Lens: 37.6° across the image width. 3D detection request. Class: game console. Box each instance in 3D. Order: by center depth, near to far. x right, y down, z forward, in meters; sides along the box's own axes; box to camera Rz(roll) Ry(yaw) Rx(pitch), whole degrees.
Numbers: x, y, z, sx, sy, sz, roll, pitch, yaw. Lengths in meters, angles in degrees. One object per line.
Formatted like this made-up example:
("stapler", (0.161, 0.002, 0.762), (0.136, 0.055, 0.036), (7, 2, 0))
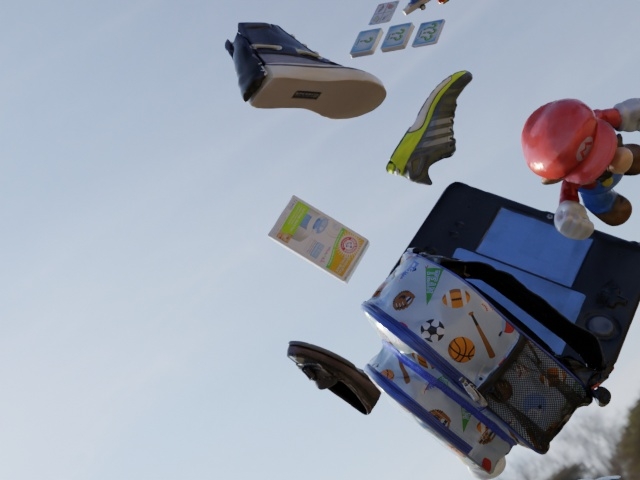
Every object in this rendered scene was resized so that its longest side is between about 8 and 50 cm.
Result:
("game console", (0.334, 0.063, 1.579), (0.342, 0.387, 0.060), (-55, -22, -34))

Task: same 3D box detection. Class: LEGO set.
("LEGO set", (0.166, -0.456, 1.823), (0.060, 0.183, 0.244), (61, -140, -37))

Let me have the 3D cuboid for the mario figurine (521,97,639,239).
("mario figurine", (0.410, -0.103, 1.342), (0.170, 0.198, 0.321), (-23, -19, 27))

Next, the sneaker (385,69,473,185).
("sneaker", (0.277, -0.259, 2.197), (0.300, 0.121, 0.111), (-58, -4, 4))

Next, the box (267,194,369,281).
("box", (0.000, 0.000, 2.136), (0.114, 0.203, 0.103), (-58, -8, -3))

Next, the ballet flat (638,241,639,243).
("ballet flat", (0.609, 0.051, 1.840), (0.072, 0.068, 0.213), (34, -37, -28))

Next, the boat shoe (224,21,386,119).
("boat shoe", (-0.025, -0.333, 1.798), (0.341, 0.158, 0.127), (1, -34, -44))

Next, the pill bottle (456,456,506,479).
("pill bottle", (0.289, 0.355, 1.745), (0.103, 0.103, 0.184), (-33, -57, -18))

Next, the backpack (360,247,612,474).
("backpack", (0.169, 0.138, 1.158), (0.213, 0.263, 0.276), (-43, 7, -10))

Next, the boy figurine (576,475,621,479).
("boy figurine", (0.565, 0.618, 1.869), (0.177, 0.285, 0.092), (-10, -10, 19))

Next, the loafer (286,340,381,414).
("loafer", (0.036, 0.330, 2.243), (0.303, 0.109, 0.095), (31, -112, -34))
